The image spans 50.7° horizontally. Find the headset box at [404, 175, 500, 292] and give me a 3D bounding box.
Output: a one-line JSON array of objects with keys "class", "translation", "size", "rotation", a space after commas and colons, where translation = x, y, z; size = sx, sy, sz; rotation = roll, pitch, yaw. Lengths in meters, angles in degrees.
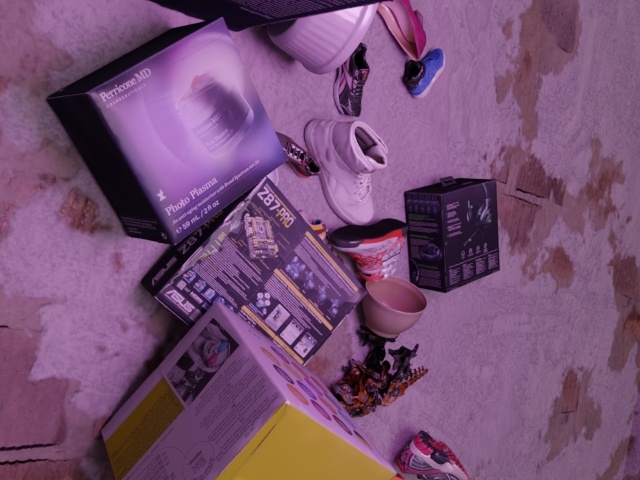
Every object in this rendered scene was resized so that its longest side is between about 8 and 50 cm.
[{"class": "headset box", "translation": [0.360, -0.031, 1.830], "size": [0.246, 0.131, 0.283], "rotation": [-17, 108, -39]}]

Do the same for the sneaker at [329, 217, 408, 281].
[{"class": "sneaker", "translation": [0.111, 0.037, 1.611], "size": [0.270, 0.090, 0.145], "rotation": [-14, 122, -51]}]

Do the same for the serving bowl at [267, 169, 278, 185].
[{"class": "serving bowl", "translation": [-0.131, -0.135, 1.440], "size": [0.083, 0.027, 0.083], "rotation": [-8, 102, -42]}]

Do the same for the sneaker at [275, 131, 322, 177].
[{"class": "sneaker", "translation": [-0.053, -0.191, 1.478], "size": [0.158, 0.065, 0.061], "rotation": [31, 75, -41]}]

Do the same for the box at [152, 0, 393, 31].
[{"class": "box", "translation": [-0.076, -0.642, 1.117], "size": [0.297, 0.472, 0.479], "rotation": [6, 92, -41]}]

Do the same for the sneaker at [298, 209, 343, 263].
[{"class": "sneaker", "translation": [0.000, 0.000, 1.550], "size": [0.185, 0.070, 0.084], "rotation": [34, 78, -41]}]

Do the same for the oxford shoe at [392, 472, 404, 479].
[{"class": "oxford shoe", "translation": [0.075, 0.611, 1.671], "size": [0.364, 0.130, 0.132], "rotation": [31, 81, -40]}]

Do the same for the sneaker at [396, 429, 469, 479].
[{"class": "sneaker", "translation": [0.319, 0.633, 1.917], "size": [0.112, 0.121, 0.299], "rotation": [-44, 129, 7]}]

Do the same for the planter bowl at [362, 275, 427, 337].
[{"class": "planter bowl", "translation": [0.173, 0.174, 1.689], "size": [0.162, 0.162, 0.109], "rotation": [-8, 127, -41]}]

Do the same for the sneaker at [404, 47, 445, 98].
[{"class": "sneaker", "translation": [0.266, -0.448, 1.734], "size": [0.084, 0.058, 0.152], "rotation": [41, 75, -47]}]

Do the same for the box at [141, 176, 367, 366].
[{"class": "box", "translation": [-0.120, 0.098, 1.401], "size": [0.318, 0.097, 0.395], "rotation": [-48, 125, -10]}]

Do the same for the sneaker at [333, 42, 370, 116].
[{"class": "sneaker", "translation": [0.077, -0.374, 1.561], "size": [0.072, 0.077, 0.178], "rotation": [-18, 109, -38]}]

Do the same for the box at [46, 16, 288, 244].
[{"class": "box", "translation": [-0.262, -0.196, 1.212], "size": [0.296, 0.183, 0.294], "rotation": [-42, 120, -30]}]

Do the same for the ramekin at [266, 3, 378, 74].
[{"class": "ramekin", "translation": [-0.004, -0.483, 1.357], "size": [0.127, 0.273, 0.272], "rotation": [16, 85, -30]}]

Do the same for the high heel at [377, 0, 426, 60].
[{"class": "high heel", "translation": [0.179, -0.530, 1.625], "size": [0.244, 0.082, 0.117], "rotation": [23, 65, -54]}]

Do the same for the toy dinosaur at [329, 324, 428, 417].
[{"class": "toy dinosaur", "translation": [0.146, 0.343, 1.713], "size": [0.322, 0.164, 0.218], "rotation": [-15, 122, -58]}]

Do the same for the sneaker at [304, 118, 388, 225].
[{"class": "sneaker", "translation": [0.088, -0.145, 1.544], "size": [0.108, 0.169, 0.292], "rotation": [-49, 126, -28]}]

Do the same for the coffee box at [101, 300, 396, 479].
[{"class": "coffee box", "translation": [-0.137, 0.390, 1.239], "size": [0.338, 0.334, 0.337], "rotation": [-47, 127, -1]}]
